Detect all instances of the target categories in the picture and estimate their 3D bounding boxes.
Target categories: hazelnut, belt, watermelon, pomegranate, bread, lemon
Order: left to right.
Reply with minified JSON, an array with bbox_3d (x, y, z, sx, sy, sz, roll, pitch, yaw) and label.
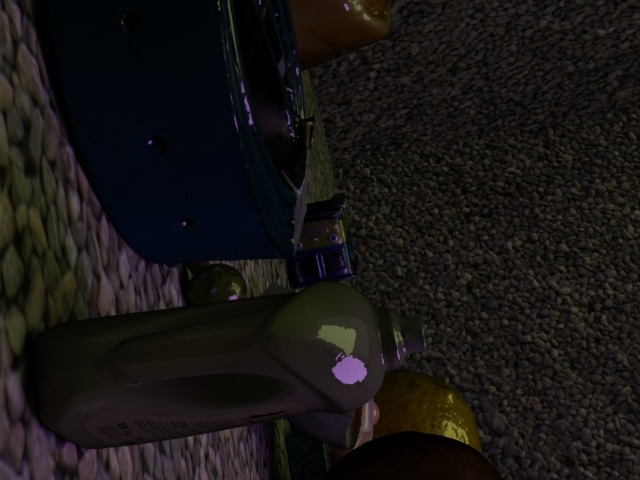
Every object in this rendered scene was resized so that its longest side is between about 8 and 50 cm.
[{"bbox_3d":[-0.114,-0.141,0.960,0.436,0.173,0.300,66,24,-59],"label":"belt"},{"bbox_3d":[-0.118,0.054,1.138,0.084,0.073,0.073,-117,-170,-48],"label":"pomegranate"},{"bbox_3d":[-0.015,-0.386,1.615,0.300,0.341,0.210,-93,163,-70],"label":"bread"},{"bbox_3d":[-0.007,0.198,1.487,0.256,0.176,0.260,48,28,-9],"label":"watermelon"},{"bbox_3d":[0.121,0.491,1.472,0.421,0.353,0.420,173,-90,-74],"label":"hazelnut"},{"bbox_3d":[0.183,0.470,2.215,0.349,0.350,0.387,75,22,-46],"label":"lemon"}]

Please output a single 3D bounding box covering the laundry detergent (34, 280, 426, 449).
[{"bbox_3d":[-0.054,0.083,0.700,0.181,0.254,0.091,63,18,-73],"label":"laundry detergent"}]

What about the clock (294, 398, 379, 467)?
[{"bbox_3d":[0.012,0.302,1.839,0.241,0.142,0.227,-67,147,-63],"label":"clock"}]

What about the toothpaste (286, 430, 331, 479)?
[{"bbox_3d":[-0.003,0.450,1.681,0.050,0.065,0.266,4,76,-85],"label":"toothpaste"}]

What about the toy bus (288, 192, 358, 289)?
[{"bbox_3d":[0.000,0.000,2.191,0.287,0.138,0.175,-69,149,-81],"label":"toy bus"}]
